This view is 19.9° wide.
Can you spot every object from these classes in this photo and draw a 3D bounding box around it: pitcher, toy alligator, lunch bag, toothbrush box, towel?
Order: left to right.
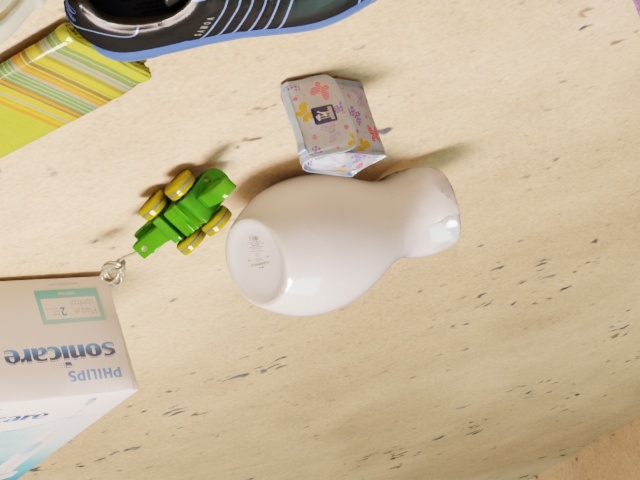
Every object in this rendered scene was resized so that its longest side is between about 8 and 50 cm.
[{"bbox_3d":[-0.347,0.151,1.741,0.216,0.126,0.295,-3,157,-39],"label":"toothbrush box"},{"bbox_3d":[-0.243,-0.089,1.305,0.237,0.021,0.102,-25,156,22],"label":"towel"},{"bbox_3d":[-0.128,-0.019,1.585,0.189,0.056,0.051,-35,-163,41],"label":"toy alligator"},{"bbox_3d":[0.000,0.000,1.681,0.207,0.125,0.178,-18,-178,-42],"label":"pitcher"},{"bbox_3d":[0.007,-0.092,1.459,0.053,0.071,0.083,-30,159,35],"label":"lunch bag"}]

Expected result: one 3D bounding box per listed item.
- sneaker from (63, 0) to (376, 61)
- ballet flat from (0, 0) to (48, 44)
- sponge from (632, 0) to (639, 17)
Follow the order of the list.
[{"bbox_3d":[-0.048,-0.171,1.145,0.232,0.081,0.090,-18,170,3],"label":"sneaker"},{"bbox_3d":[-0.230,-0.146,0.981,0.348,0.123,0.123,-13,162,-18],"label":"ballet flat"},{"bbox_3d":[0.288,-0.161,1.461,0.031,0.117,0.210,-26,162,15],"label":"sponge"}]
